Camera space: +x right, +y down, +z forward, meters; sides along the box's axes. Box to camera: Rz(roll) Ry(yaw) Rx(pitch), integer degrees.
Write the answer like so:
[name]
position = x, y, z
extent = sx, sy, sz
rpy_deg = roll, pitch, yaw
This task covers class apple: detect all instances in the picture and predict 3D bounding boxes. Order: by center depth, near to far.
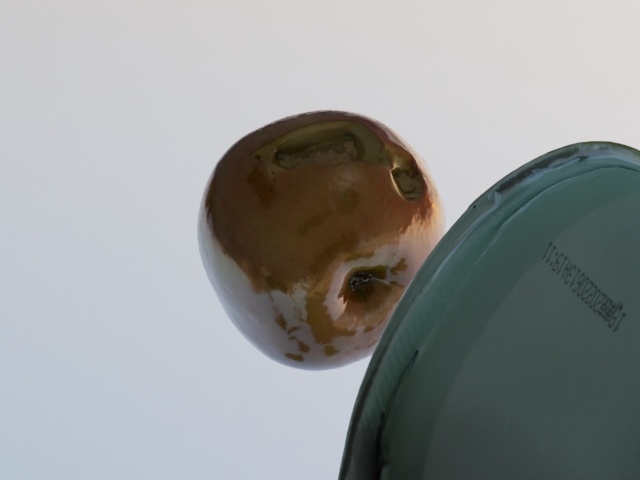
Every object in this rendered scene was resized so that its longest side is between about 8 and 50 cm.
[apple]
position = 0.000, 0.000, 1.271
extent = 0.199, 0.199, 0.199
rpy_deg = -8, -160, 3

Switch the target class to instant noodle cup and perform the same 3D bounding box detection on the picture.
[instant noodle cup]
position = 0.159, 0.110, 0.779
extent = 0.221, 0.311, 0.311
rpy_deg = 26, -173, -24
